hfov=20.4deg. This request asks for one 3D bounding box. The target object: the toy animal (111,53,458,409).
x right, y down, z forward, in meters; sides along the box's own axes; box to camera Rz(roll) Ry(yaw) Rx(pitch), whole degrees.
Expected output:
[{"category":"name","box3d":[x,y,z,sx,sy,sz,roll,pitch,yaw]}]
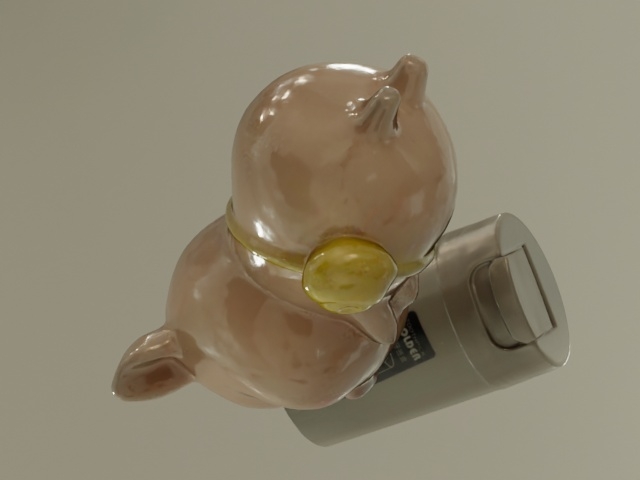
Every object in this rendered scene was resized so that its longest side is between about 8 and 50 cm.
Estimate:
[{"category":"toy animal","box3d":[-0.002,0.000,1.004,0.149,0.248,0.165,44,-142,11]}]

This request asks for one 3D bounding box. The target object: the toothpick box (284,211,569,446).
[{"category":"toothpick box","box3d":[0.066,0.061,1.189,0.111,0.180,0.111,48,-150,-40]}]
